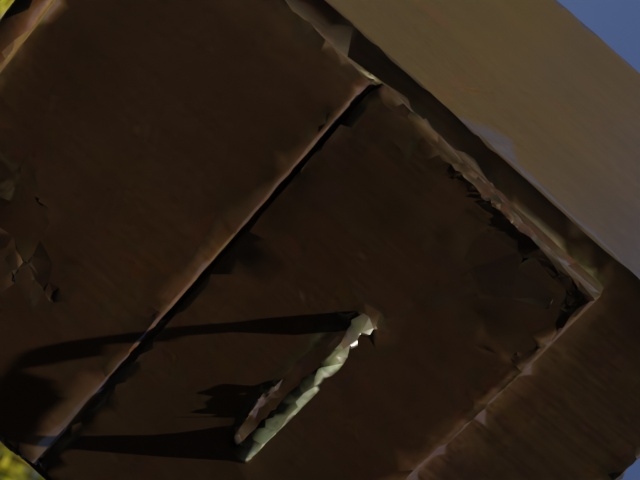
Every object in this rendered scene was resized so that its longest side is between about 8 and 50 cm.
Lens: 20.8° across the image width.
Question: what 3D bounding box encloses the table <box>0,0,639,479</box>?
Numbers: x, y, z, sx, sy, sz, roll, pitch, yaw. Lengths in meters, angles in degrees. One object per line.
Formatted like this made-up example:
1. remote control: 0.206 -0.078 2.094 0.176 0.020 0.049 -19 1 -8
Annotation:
1. table: 0.000 0.000 0.512 0.169 0.193 0.172 -47 -179 25
